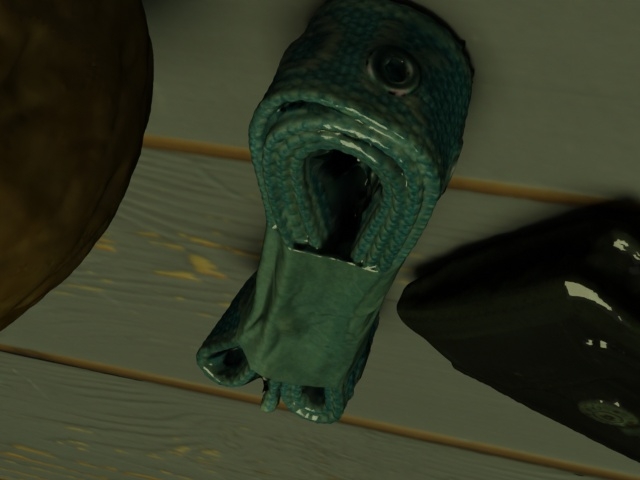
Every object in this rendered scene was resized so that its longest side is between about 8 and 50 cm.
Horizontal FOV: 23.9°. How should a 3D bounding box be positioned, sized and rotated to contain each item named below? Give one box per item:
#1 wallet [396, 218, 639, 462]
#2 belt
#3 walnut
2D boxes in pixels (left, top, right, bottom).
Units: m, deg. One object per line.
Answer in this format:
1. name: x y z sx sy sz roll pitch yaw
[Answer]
1. wallet: 0.171 0.076 0.747 0.245 0.052 0.168 32 154 -22
2. belt: 0.000 0.000 0.710 0.087 0.072 0.302 18 150 0
3. walnut: -0.175 -0.062 0.567 0.228 0.228 0.228 17 151 10
